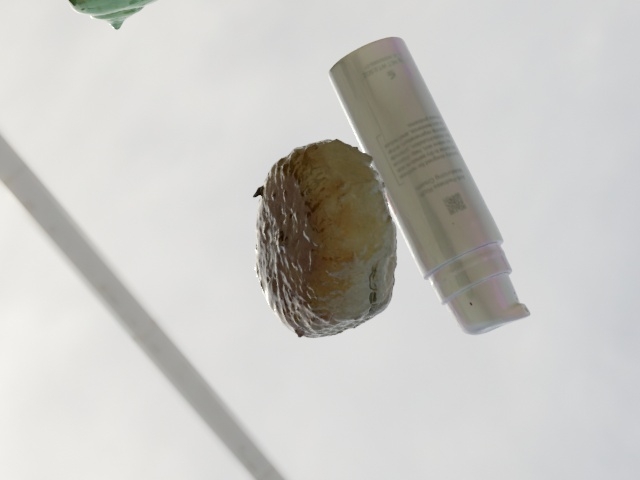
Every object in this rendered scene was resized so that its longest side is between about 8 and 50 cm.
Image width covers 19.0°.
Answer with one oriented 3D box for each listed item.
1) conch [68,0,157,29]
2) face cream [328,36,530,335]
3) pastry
[{"bbox_3d":[-0.196,-0.320,1.788,0.137,0.251,0.143,0,-153,-25],"label":"conch"},{"bbox_3d":[0.122,-0.054,2.120,0.102,0.346,0.102,-23,170,-5],"label":"face cream"},{"bbox_3d":[0.000,0.000,1.855,0.093,0.182,0.192,-5,167,-24],"label":"pastry"}]
